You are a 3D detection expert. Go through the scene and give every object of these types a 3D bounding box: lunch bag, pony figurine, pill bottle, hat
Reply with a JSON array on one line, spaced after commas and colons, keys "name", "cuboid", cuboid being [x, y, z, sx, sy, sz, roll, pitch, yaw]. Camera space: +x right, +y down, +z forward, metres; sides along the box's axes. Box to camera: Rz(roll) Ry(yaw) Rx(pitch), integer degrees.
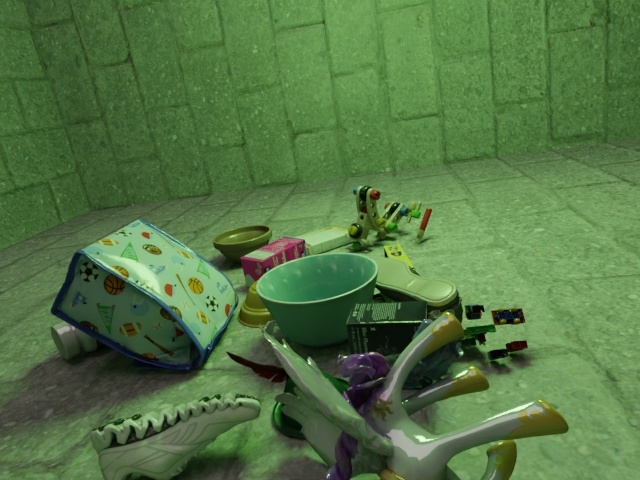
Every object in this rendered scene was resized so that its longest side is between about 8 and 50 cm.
[{"name": "lunch bag", "cuboid": [-0.432, 0.157, 1.248, 0.386, 0.238, 0.328, 30, 20, -5]}, {"name": "pony figurine", "cuboid": [0.088, 0.263, 0.665, 0.364, 0.302, 0.351, -30, 49, -16]}, {"name": "pill bottle", "cuboid": [-0.633, 0.243, 1.332, 0.121, 0.121, 0.221, 8, 24, 43]}, {"name": "hat", "cuboid": [-0.029, 0.250, 0.889, 0.173, 0.183, 0.208, 2, 21, 32]}]

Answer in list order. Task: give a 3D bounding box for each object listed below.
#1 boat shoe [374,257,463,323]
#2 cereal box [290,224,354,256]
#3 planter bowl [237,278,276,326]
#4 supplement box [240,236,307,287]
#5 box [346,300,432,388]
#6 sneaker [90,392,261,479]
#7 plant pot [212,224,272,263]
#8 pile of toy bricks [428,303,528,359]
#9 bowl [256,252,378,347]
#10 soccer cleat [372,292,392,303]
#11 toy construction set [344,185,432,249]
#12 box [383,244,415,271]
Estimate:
[{"name": "boat shoe", "cuboid": [0.230, 0.133, 1.195, 0.112, 0.095, 0.335, -32, 24, -17]}, {"name": "cereal box", "cuboid": [0.000, 0.000, 1.885, 0.240, 0.047, 0.173, -18, 19, -24]}, {"name": "planter bowl", "cuboid": [-0.146, 0.164, 1.377, 0.217, 0.090, 0.217, -8, 18, 3]}, {"name": "supplement box", "cuboid": [-0.155, 0.077, 1.619, 0.114, 0.111, 0.220, 7, 25, 40]}, {"name": "box", "cuboid": [0.145, 0.214, 0.957, 0.159, 0.155, 0.093, -4, 19, 15]}, {"name": "sneaker", "cuboid": [-0.243, 0.346, 0.819, 0.292, 0.118, 0.110, -14, -14, -5]}, {"name": "plant pot", "cuboid": [-0.305, 0.023, 1.870, 0.238, 0.109, 0.237, -8, 17, 3]}, {"name": "pile of toy bricks", "cuboid": [0.328, 0.204, 1.007, 0.213, 0.118, 0.105, -2, -23, -6]}, {"name": "bowl", "cuboid": [0.002, 0.160, 1.191, 0.312, 0.163, 0.311, -8, 17, 3]}, {"name": "soccer cleat", "cuboid": [0.151, 0.185, 1.226, 0.072, 0.060, 0.179, -16, 10, 11]}, {"name": "toy construction set", "cuboid": [0.241, -0.055, 1.782, 0.309, 0.237, 0.257, 18, -3, 23]}, {"name": "box", "cuboid": [0.241, 0.088, 1.426, 0.058, 0.087, 0.232, -7, 16, 0]}]
